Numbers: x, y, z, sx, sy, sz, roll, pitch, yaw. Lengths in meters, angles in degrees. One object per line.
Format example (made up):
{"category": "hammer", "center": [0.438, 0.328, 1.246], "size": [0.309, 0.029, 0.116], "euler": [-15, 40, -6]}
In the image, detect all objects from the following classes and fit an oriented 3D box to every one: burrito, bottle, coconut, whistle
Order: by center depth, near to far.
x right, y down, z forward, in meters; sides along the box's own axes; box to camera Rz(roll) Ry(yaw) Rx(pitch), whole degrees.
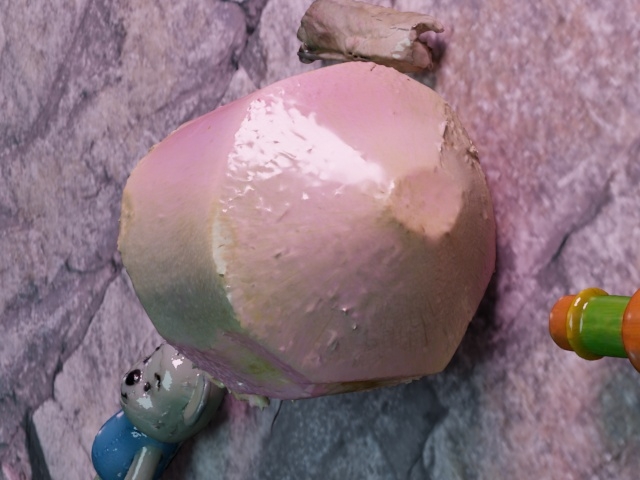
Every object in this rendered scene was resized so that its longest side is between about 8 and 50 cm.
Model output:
{"category": "bottle", "center": [0.209, 0.053, 1.006], "size": [0.187, 0.069, 0.069], "euler": [0, 85, 50]}
{"category": "coconut", "center": [0.000, 0.000, 1.166], "size": [0.245, 0.233, 0.233], "euler": [-10, 77, 57]}
{"category": "burrito", "center": [0.032, -0.150, 1.273], "size": [0.149, 0.041, 0.055], "euler": [16, 110, 51]}
{"category": "whistle", "center": [-0.147, 0.158, 1.426], "size": [0.236, 0.077, 0.114], "euler": [-54, 28, 35]}
